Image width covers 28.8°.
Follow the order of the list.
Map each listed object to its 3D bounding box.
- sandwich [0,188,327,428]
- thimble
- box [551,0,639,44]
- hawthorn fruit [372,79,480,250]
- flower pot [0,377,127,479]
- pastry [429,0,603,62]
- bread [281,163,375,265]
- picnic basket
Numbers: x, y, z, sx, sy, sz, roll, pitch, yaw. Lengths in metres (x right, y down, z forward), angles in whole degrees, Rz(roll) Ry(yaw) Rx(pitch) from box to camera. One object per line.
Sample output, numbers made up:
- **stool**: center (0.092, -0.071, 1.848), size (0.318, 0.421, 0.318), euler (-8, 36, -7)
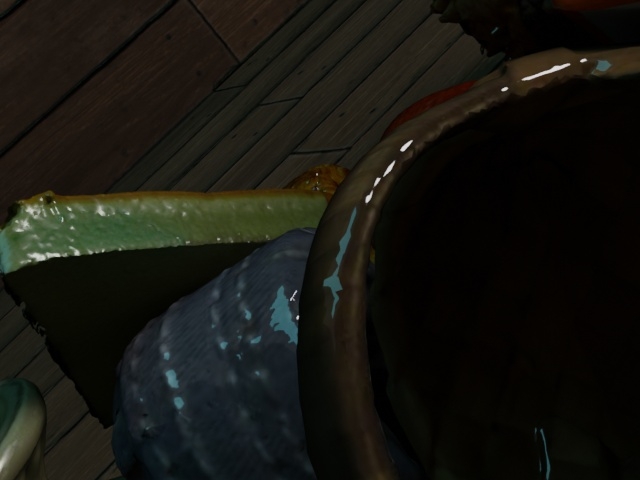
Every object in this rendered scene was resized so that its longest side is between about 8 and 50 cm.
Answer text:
- **sandwich**: center (-0.089, 0.015, 0.836), size (0.212, 0.063, 0.245), euler (-26, -28, -9)
- **thimble**: center (-0.007, 0.122, 0.778), size (0.172, 0.236, 0.205), euler (-35, 25, 21)
- **box**: center (0.294, -0.232, 0.621), size (0.318, 0.257, 0.348), euler (-7, -3, 25)
- **hawthorn fruit**: center (0.150, -0.031, 0.953), size (0.225, 0.197, 0.196), euler (-15, 3, -33)
- **flower pot**: center (-0.197, 0.249, 0.839), size (0.307, 0.244, 0.307), euler (-36, 20, 15)
- **pastry**: center (0.263, -0.287, 1.126), size (0.337, 0.292, 0.405), euler (-47, 26, 13)
- **bread**: center (0.000, 0.000, 1.252), size (0.132, 0.103, 0.172), euler (-38, 21, 16)
- **picnic basket**: center (0.122, 0.065, 0.528), size (0.337, 0.293, 0.337), euler (-21, 3, 1)
